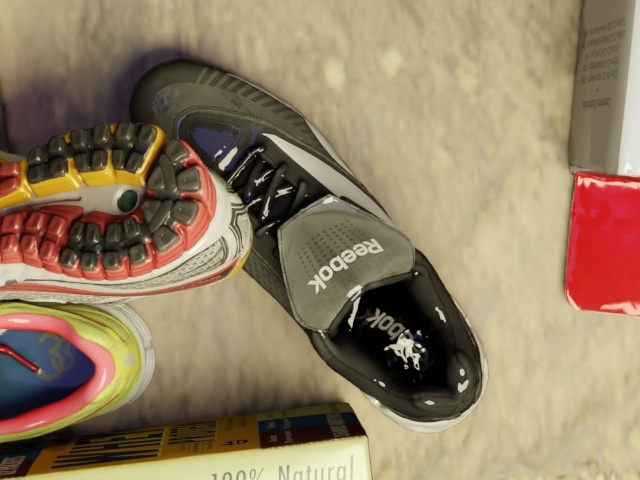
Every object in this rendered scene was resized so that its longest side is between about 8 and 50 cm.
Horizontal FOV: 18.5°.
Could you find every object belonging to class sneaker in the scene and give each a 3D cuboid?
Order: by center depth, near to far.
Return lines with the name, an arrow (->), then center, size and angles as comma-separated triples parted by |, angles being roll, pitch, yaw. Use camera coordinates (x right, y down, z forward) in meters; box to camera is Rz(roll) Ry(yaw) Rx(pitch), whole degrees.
sneaker -> -0.135, -0.001, 0.920 | 0.225, 0.092, 0.088 | 2, 74, 29
sneaker -> -0.185, 0.064, 0.937 | 0.208, 0.094, 0.081 | -11, 93, -2
sneaker -> 0.000, 0.000, 0.940 | 0.078, 0.106, 0.234 | -43, 93, -3

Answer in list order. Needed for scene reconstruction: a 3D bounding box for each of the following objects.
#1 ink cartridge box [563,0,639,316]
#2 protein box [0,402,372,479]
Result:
ink cartridge box -> 0.286, -0.082, 0.945 | 0.309, 0.130, 0.272 | 5, 92, -4
protein box -> -0.068, 0.193, 0.925 | 0.199, 0.136, 0.201 | -7, 92, -3
